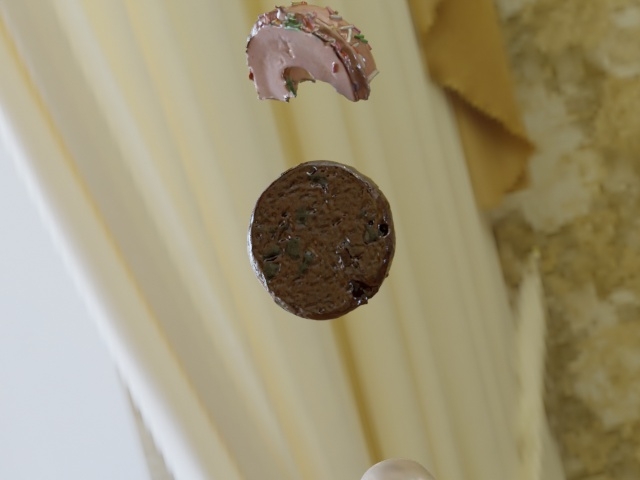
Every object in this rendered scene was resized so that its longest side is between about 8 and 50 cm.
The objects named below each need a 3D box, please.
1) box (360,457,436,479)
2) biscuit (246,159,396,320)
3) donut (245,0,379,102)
[{"bbox_3d":[0.096,0.327,1.761,0.088,0.200,0.146,-13,13,-11],"label":"box"},{"bbox_3d":[0.000,0.000,2.002,0.192,0.192,0.049,-12,-11,15],"label":"biscuit"},{"bbox_3d":[-0.017,-0.203,1.769,0.166,0.117,0.065,3,37,42],"label":"donut"}]
